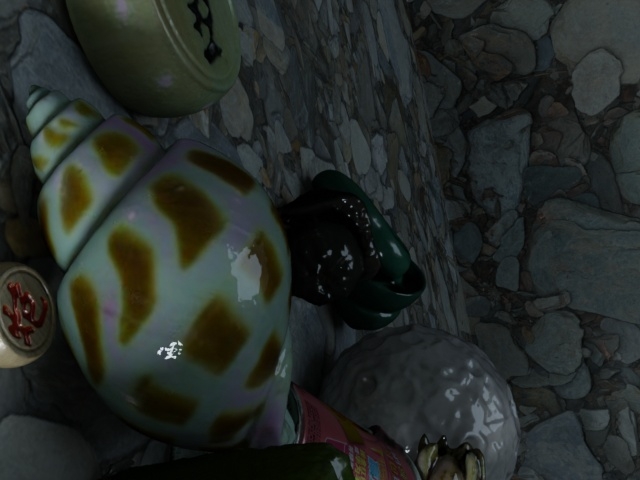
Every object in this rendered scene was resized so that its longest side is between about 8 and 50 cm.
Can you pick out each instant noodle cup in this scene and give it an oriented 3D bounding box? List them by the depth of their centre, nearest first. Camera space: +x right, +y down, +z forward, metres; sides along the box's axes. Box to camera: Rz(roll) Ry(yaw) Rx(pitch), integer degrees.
[{"bbox_3d":[-0.031,0.272,0.896,0.255,0.244,0.243,53,31,-42],"label":"instant noodle cup"}]

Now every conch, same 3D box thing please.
[{"bbox_3d":[-0.142,0.033,0.718,0.197,0.249,0.367,-8,71,-39],"label":"conch"}]

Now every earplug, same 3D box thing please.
[{"bbox_3d":[0.070,0.032,1.438,0.164,0.258,0.280,-60,168,-64],"label":"earplug"}]

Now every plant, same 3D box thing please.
[{"bbox_3d":[0.000,0.000,1.222,0.256,0.165,0.141,-97,174,-67],"label":"plant"}]

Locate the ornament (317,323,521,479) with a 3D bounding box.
[{"bbox_3d":[0.162,0.298,1.292,0.337,0.337,0.336,-10,90,-72],"label":"ornament"}]

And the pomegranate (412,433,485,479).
[{"bbox_3d":[0.150,0.412,1.025,0.285,0.285,0.340,-45,146,-69],"label":"pomegranate"}]

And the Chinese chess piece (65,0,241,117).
[{"bbox_3d":[-0.182,-0.264,0.901,0.250,0.101,0.250,-12,90,-72],"label":"Chinese chess piece"}]

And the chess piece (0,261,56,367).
[{"bbox_3d":[-0.245,0.058,0.627,0.084,0.038,0.083,-10,90,-70],"label":"chess piece"}]

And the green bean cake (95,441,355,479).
[{"bbox_3d":[-0.102,0.262,0.591,0.247,0.250,0.156,-21,99,-69],"label":"green bean cake"}]
